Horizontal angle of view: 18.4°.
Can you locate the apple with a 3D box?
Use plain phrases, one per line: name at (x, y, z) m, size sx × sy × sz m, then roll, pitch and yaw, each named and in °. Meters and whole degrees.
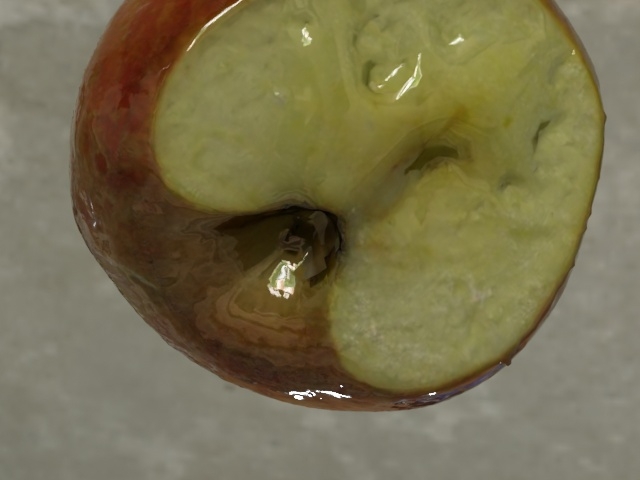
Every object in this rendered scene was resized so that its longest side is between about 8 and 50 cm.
apple at (0.004, -0.028, 0.723) m, size 0.195 × 0.173 × 0.160 m, roll 42°, pitch 158°, yaw -17°
